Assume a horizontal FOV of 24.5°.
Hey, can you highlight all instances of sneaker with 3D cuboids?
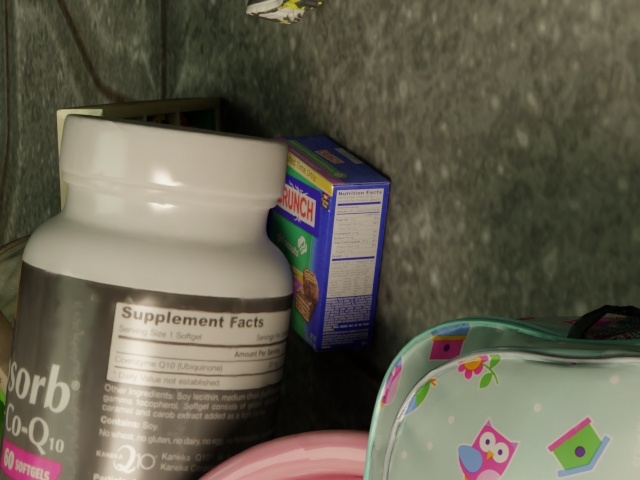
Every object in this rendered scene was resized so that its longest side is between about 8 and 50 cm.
[{"bbox_3d":[-0.020,-0.159,0.925,0.083,0.031,0.035,-7,75,60],"label":"sneaker"}]

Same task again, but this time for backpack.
[{"bbox_3d":[0.097,0.105,0.544,0.188,0.144,0.166,1,86,49],"label":"backpack"}]

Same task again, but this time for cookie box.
[{"bbox_3d":[0.000,0.000,0.895,0.092,0.040,0.107,-140,51,-57],"label":"cookie box"}]

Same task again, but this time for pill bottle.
[{"bbox_3d":[-0.101,0.071,0.867,0.162,0.162,0.278,16,99,63],"label":"pill bottle"}]

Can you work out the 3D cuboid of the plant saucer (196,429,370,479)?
[{"bbox_3d":[0.030,0.258,0.713,0.332,0.084,0.332,-5,82,37],"label":"plant saucer"}]

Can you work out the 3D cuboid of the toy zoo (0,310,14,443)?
[{"bbox_3d":[-0.233,0.214,1.059,0.192,0.030,0.293,39,125,53],"label":"toy zoo"}]

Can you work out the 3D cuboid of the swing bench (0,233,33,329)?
[{"bbox_3d":[-0.217,0.124,1.229,0.253,0.165,0.255,-170,76,-64],"label":"swing bench"}]

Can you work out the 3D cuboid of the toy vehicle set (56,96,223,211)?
[{"bbox_3d":[-0.116,0.037,1.020,0.035,0.166,0.267,2,100,23],"label":"toy vehicle set"}]
